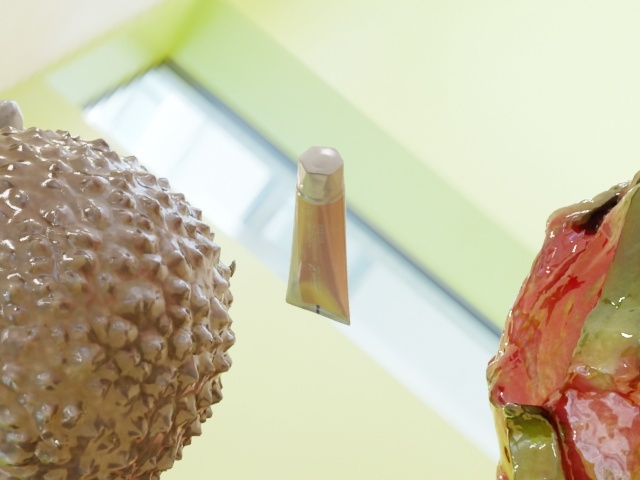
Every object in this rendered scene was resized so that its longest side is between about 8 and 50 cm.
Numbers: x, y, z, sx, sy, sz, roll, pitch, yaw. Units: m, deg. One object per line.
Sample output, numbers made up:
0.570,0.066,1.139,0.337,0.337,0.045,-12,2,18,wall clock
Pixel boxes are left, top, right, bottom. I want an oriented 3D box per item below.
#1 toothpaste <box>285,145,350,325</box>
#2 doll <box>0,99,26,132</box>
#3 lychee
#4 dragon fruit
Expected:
0.000,0.000,1.711,0.194,0.067,0.043,92,-157,-45,toothpaste
-0.268,-0.006,1.618,0.258,0.195,0.153,-54,-4,-49,doll
-0.200,0.068,1.345,0.300,0.300,0.300,-49,-6,-7,lychee
0.217,0.093,1.174,0.231,0.237,0.303,-93,6,-83,dragon fruit
